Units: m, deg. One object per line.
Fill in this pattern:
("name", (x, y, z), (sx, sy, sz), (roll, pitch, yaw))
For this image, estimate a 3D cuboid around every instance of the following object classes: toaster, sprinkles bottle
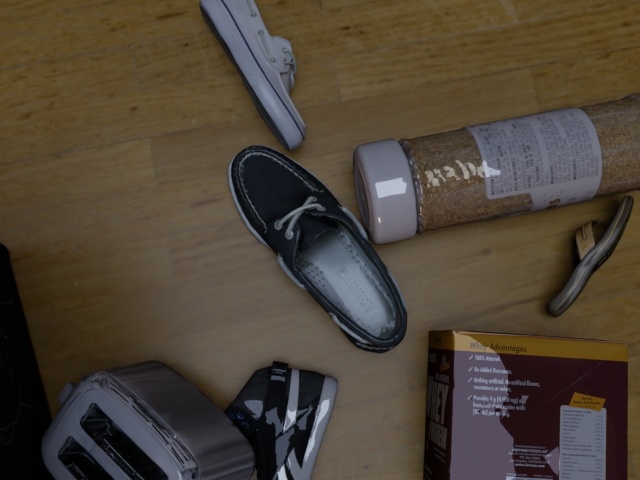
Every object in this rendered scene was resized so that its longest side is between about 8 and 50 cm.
("toaster", (-0.172, 0.223, 0.699), (0.227, 0.146, 0.129), (37, 95, 20))
("sprinkles bottle", (0.222, -0.086, 0.806), (0.355, 0.121, 0.121), (-11, 83, -4))

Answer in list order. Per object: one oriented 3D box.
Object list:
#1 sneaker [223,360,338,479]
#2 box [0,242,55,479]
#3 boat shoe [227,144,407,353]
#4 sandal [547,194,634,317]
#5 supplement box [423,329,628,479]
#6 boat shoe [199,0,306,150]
("sneaker", (-0.066, 0.246, 0.777), (0.121, 0.079, 0.217), (17, 74, 3))
("box", (-0.395, 0.202, 0.531), (0.297, 0.472, 0.480), (-16, 79, -16))
("boat shoe", (0.000, 0.000, 0.800), (0.114, 0.091, 0.302), (-43, 86, -7))
("sandal", (0.325, 0.013, 0.832), (0.049, 0.072, 0.180), (36, 86, 24))
("supplement box", (0.223, 0.203, 0.764), (0.191, 0.129, 0.194), (4, 82, -2))
("boat shoe", (-0.066, -0.221, 0.831), (0.076, 0.083, 0.226), (-30, 84, -5))
